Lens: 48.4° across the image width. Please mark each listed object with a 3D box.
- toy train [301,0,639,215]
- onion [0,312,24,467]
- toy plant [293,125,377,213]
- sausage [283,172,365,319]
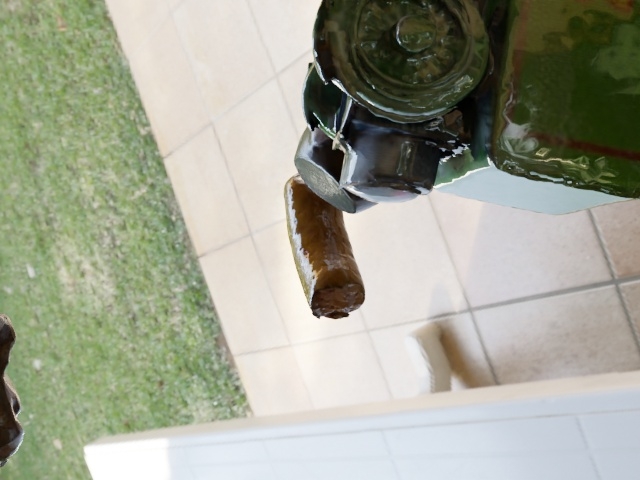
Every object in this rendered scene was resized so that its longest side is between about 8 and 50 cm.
[{"bbox_3d":[0.122,-0.167,0.493,0.173,0.249,0.307,151,128,-82],"label":"toy train"},{"bbox_3d":[-0.328,0.142,0.302,0.398,0.420,0.398,47,173,8],"label":"onion"},{"bbox_3d":[0.077,-0.155,0.959,0.218,0.235,0.175,31,161,44],"label":"toy plant"},{"bbox_3d":[0.002,0.000,1.148,0.109,0.109,0.270,123,144,-44],"label":"sausage"}]
